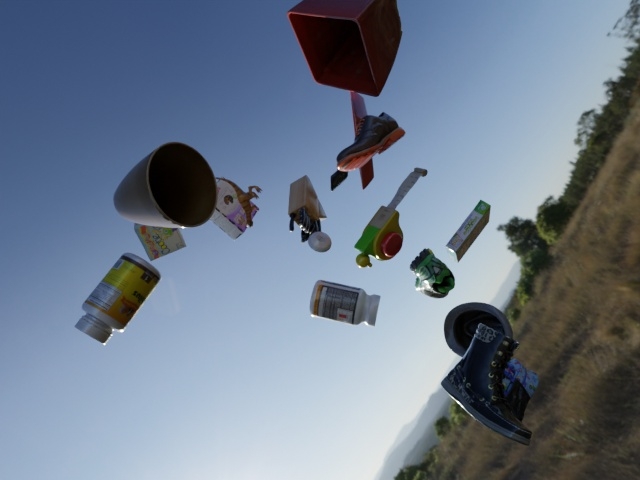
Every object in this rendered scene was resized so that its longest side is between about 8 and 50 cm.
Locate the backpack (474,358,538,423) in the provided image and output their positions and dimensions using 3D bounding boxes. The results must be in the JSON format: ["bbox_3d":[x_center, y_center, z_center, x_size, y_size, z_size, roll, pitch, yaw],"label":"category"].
[{"bbox_3d":[0.455,0.362,1.108,0.173,0.117,0.158,-40,7,-32],"label":"backpack"}]

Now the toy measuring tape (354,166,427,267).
[{"bbox_3d":[0.213,-0.050,1.245,0.330,0.121,0.121,-53,-21,-7],"label":"toy measuring tape"}]

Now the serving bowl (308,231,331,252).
[{"bbox_3d":[0.000,0.000,1.487,0.083,0.083,0.027,-42,-19,-35],"label":"serving bowl"}]

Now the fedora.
[{"bbox_3d":[0.674,0.378,1.845,0.124,0.275,0.244,5,-104,-52],"label":"fedora"}]

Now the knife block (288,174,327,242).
[{"bbox_3d":[-0.077,-0.130,1.744,0.088,0.276,0.242,-27,-8,21],"label":"knife block"}]

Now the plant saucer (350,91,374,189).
[{"bbox_3d":[0.142,-0.346,1.483,0.259,0.047,0.259,-91,-7,-51],"label":"plant saucer"}]

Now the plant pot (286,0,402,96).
[{"bbox_3d":[0.106,-0.644,1.345,0.236,0.267,0.267,-53,-34,-16],"label":"plant pot"}]

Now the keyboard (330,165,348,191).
[{"bbox_3d":[0.096,-0.294,1.967,0.192,0.038,0.100,-49,-38,-53],"label":"keyboard"}]

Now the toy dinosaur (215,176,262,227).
[{"bbox_3d":[-0.252,-0.143,1.433,0.112,0.064,0.212,-41,-67,-36],"label":"toy dinosaur"}]

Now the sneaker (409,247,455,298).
[{"bbox_3d":[0.445,0.164,1.684,0.134,0.146,0.343,-44,-33,1],"label":"sneaker"}]

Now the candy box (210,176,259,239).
[{"bbox_3d":[-0.358,-0.127,1.702,0.070,0.196,0.165,-35,20,37],"label":"candy box"}]

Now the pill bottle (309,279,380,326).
[{"bbox_3d":[0.104,0.267,1.834,0.162,0.278,0.162,11,-90,-79],"label":"pill bottle"}]

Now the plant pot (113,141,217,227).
[{"bbox_3d":[-0.470,-0.135,1.263,0.237,0.254,0.237,19,-113,-53],"label":"plant pot"}]

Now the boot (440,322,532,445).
[{"bbox_3d":[0.370,0.290,0.919,0.179,0.085,0.236,-60,24,0],"label":"boot"}]

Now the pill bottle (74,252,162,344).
[{"bbox_3d":[-0.505,0.145,1.095,0.215,0.117,0.117,-60,-18,-24],"label":"pill bottle"}]

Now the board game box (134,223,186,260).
[{"bbox_3d":[-0.627,-0.056,1.708,0.142,0.275,0.144,-23,-62,-12],"label":"board game box"}]

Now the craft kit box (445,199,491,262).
[{"bbox_3d":[0.647,-0.032,1.913,0.247,0.061,0.250,-56,-23,0],"label":"craft kit box"}]

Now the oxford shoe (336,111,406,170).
[{"bbox_3d":[0.112,-0.257,1.124,0.271,0.098,0.097,-37,1,-44],"label":"oxford shoe"}]
